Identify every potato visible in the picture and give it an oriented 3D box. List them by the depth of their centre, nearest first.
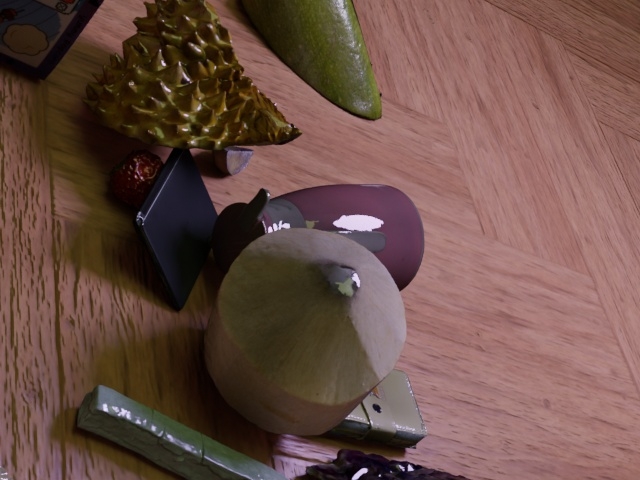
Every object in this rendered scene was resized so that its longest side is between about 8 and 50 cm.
[{"bbox_3d":[-0.121,-0.105,1.601,0.037,0.036,0.093,12,8,16],"label":"potato"}]

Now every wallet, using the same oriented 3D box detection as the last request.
[{"bbox_3d":[0.050,0.189,1.454,0.155,0.039,0.110,17,39,-36],"label":"wallet"}]

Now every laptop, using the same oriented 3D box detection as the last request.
[{"bbox_3d":[-0.162,-0.020,1.421,0.180,0.016,0.129,-69,145,-54],"label":"laptop"}]

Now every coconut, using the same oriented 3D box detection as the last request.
[{"bbox_3d":[-0.016,0.092,1.304,0.202,0.222,0.202,9,56,-13],"label":"coconut"}]

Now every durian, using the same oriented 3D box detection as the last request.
[{"bbox_3d":[-0.185,-0.180,1.484,0.196,0.185,0.305,-23,44,-25],"label":"durian"}]

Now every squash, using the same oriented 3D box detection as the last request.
[{"bbox_3d":[-0.019,-0.280,1.909,0.093,0.170,0.252,-49,127,-54],"label":"squash"}]

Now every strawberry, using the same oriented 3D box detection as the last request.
[{"bbox_3d":[-0.204,-0.066,1.436,0.083,0.073,0.073,46,32,-16],"label":"strawberry"}]

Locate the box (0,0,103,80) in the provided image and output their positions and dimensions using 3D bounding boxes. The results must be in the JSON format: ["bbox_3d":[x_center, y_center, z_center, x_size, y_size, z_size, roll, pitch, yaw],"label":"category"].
[{"bbox_3d":[-0.390,-0.415,1.387,0.349,0.318,0.256,23,40,-30],"label":"box"}]

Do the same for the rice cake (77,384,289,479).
[{"bbox_3d":[-0.128,0.215,1.231,0.245,0.042,0.045,30,24,-19],"label":"rice cake"}]

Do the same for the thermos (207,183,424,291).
[{"bbox_3d":[0.000,0.000,1.485,0.265,0.176,0.145,0,89,-49],"label":"thermos"}]

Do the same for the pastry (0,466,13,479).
[{"bbox_3d":[-0.330,0.198,1.000,0.258,0.089,0.121,45,43,7],"label":"pastry"}]

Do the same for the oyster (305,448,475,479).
[{"bbox_3d":[0.128,0.320,1.345,0.271,0.100,0.275,-24,76,-39],"label":"oyster"}]
